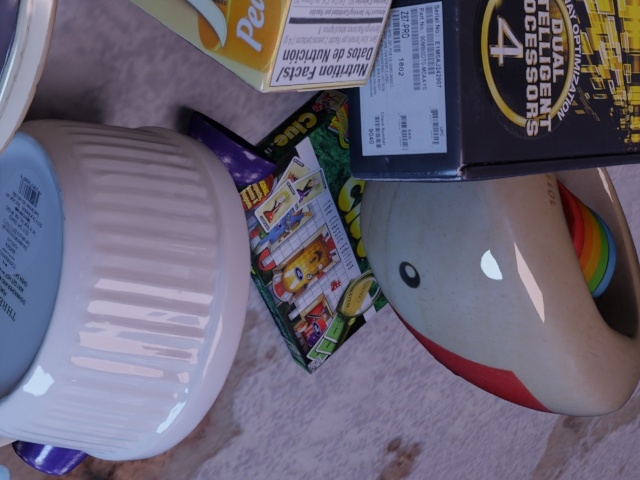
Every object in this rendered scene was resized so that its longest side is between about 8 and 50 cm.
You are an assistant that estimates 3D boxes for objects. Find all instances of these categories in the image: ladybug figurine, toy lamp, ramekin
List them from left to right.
[{"bbox_3d":[-0.148,0.025,0.683,0.109,0.207,0.207,12,111,-41],"label":"ramekin"},{"bbox_3d":[-0.130,0.044,0.819,0.274,0.080,0.080,-57,145,7],"label":"toy lamp"},{"bbox_3d":[0.164,0.009,0.986,0.162,0.305,0.449,-17,159,23],"label":"ladybug figurine"}]

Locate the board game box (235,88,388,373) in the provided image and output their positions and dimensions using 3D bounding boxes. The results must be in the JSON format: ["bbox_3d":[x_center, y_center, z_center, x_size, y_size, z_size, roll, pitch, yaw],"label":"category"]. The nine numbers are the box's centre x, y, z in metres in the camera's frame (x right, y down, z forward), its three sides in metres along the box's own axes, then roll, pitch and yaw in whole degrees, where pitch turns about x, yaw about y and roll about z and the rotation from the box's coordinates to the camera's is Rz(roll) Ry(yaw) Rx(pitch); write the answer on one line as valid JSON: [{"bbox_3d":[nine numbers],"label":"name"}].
[{"bbox_3d":[0.000,0.000,0.974,0.136,0.030,0.259,-44,144,-16],"label":"board game box"}]

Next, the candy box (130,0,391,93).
[{"bbox_3d":[-0.020,-0.257,0.591,0.088,0.183,0.316,-11,128,-42],"label":"candy box"}]

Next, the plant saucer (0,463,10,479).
[{"bbox_3d":[-0.267,0.199,0.684,0.195,0.037,0.195,-49,170,-12],"label":"plant saucer"}]

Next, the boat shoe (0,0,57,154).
[{"bbox_3d":[-0.217,-0.064,0.543,0.092,0.102,0.285,5,149,-41],"label":"boat shoe"}]

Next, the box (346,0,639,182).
[{"bbox_3d":[0.144,-0.239,0.726,0.318,0.097,0.394,-7,95,-46],"label":"box"}]

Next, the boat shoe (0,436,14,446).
[{"bbox_3d":[-0.293,0.099,0.663,0.091,0.109,0.305,-40,156,19],"label":"boat shoe"}]
